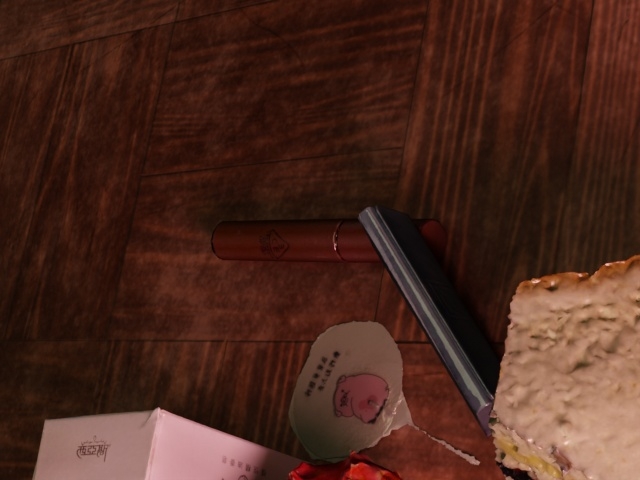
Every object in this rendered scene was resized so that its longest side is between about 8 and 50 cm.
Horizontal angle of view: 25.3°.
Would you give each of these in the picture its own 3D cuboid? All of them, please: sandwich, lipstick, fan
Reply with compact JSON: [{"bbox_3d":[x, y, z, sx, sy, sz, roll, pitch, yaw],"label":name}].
[{"bbox_3d":[0.306,0.144,1.280,0.325,0.131,0.262,-15,56,-5],"label":"sandwich"},{"bbox_3d":[0.000,0.000,1.782,0.356,0.057,0.057,0,73,42],"label":"lipstick"},{"bbox_3d":[0.074,0.198,1.660,0.310,0.010,0.182,22,88,46],"label":"fan"}]

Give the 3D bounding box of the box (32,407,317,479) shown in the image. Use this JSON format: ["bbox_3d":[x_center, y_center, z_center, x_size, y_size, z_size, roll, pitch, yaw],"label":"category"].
[{"bbox_3d":[-0.166,0.287,1.657,0.203,0.274,0.116,-9,64,41],"label":"box"}]

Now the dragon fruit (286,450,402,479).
[{"bbox_3d":[-0.001,0.351,1.538,0.268,0.210,0.205,-53,28,20],"label":"dragon fruit"}]

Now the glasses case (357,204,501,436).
[{"bbox_3d":[0.133,0.079,1.568,0.056,0.105,0.266,-30,64,-1],"label":"glasses case"}]
